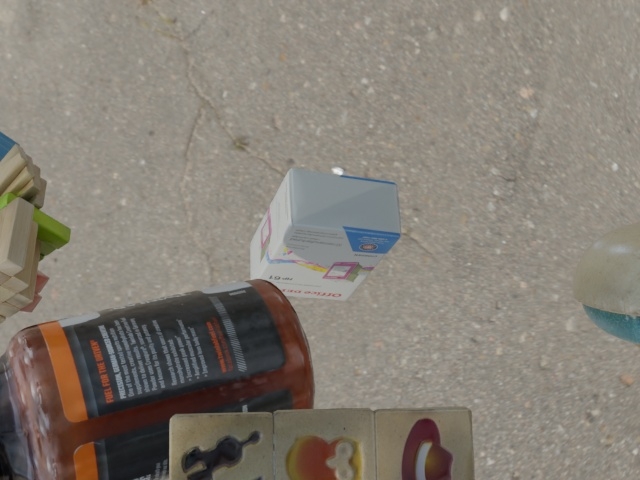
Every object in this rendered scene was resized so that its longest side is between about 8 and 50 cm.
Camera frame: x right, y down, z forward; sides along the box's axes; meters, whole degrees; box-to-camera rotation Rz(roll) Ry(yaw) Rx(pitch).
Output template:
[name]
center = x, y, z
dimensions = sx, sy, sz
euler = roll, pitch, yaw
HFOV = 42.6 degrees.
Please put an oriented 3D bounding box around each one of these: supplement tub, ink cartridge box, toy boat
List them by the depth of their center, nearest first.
[supplement tub]
center = -0.110, 0.089, 0.475
dimensions = 0.106, 0.198, 0.106
euler = 35, 130, 56
[ink cartridge box]
center = 0.000, 0.000, 0.655
dimensions = 0.122, 0.089, 0.052
euler = 125, 147, -57
[toy boat]
center = 0.388, 0.058, 0.723
dimensions = 0.318, 0.267, 0.148
euler = 3, 99, 45

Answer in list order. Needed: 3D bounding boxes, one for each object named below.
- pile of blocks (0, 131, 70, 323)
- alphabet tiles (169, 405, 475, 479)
[pile of blocks]
center = -0.357, -0.035, 0.956
dimensions = 0.149, 0.113, 0.362
euler = -46, 42, 6
[alphabet tiles]
center = 0.003, 0.183, 0.306
dimensions = 0.198, 0.009, 0.237
euler = 0, 83, -6
